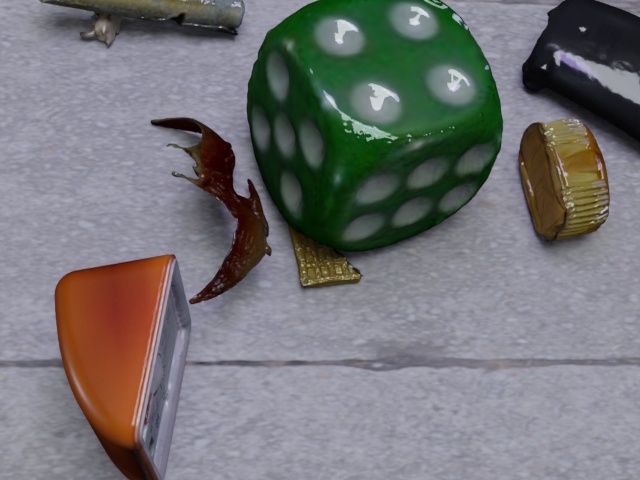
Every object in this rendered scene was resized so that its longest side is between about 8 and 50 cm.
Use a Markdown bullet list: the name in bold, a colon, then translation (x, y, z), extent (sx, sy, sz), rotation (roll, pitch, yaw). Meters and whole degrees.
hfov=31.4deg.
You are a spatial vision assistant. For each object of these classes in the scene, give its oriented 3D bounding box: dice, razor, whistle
- **dice**: translation (0.078, -0.179, 1.683), extent (0.297, 0.287, 0.300), rotation (-14, 64, -22)
- **razor**: translation (0.518, -0.272, 1.896), extent (0.349, 0.113, 0.204), rotation (29, 67, 5)
- **whistle**: translation (-0.281, -0.384, 1.813), extent (0.327, 0.057, 0.067), rotation (7, 108, -19)

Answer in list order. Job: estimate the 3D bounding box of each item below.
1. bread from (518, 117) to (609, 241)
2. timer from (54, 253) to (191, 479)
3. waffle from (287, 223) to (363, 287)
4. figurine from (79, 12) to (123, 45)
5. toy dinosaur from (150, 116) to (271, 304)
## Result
- **bread**: translation (0.387, -0.098, 1.786), extent (0.114, 0.132, 0.190), rotation (-10, 70, -14)
- **timer**: translation (-0.248, 0.182, 1.495), extent (0.161, 0.257, 0.249), rotation (-7, 65, -5)
- **waffle**: translation (0.000, 0.000, 1.741), extent (0.098, 0.023, 0.152), rotation (-9, 66, -15)
- **figurine**: translation (-0.352, -0.358, 1.841), extent (0.051, 0.047, 0.083), rotation (16, 59, 10)
- **toy dinosaur**: translation (-0.178, -0.074, 1.691), extent (0.113, 0.207, 0.327), rotation (-35, 77, 19)
